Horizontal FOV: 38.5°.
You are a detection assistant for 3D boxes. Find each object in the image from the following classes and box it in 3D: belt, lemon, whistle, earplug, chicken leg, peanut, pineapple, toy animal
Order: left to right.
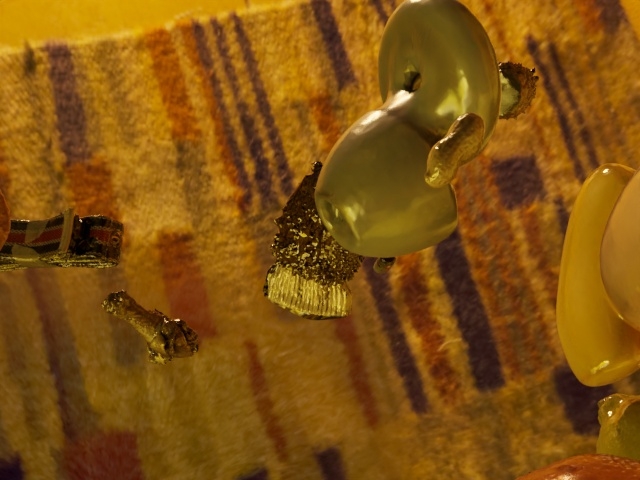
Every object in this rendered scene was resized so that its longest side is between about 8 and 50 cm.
[{"bbox_3d":[-0.531,0.006,1.725,0.360,0.126,0.094,-2,73,27],"label":"belt"},{"bbox_3d":[-0.310,0.165,1.701,0.196,0.125,0.080,51,48,-41],"label":"chicken leg"},{"bbox_3d":[0.127,0.045,1.818,0.033,0.176,0.033,0,82,-1],"label":"whistle"},{"bbox_3d":[0.106,-0.135,1.111,0.175,0.214,0.325,16,93,-30],"label":"earplug"},{"bbox_3d":[0.125,-0.086,0.860,0.037,0.037,0.083,40,84,2],"label":"peanut"},{"bbox_3d":[0.356,-0.279,1.683,0.108,0.108,0.198,52,28,7],"label":"pineapple"},{"bbox_3d":[0.437,0.287,1.130,0.184,0.184,0.248,-17,53,-17],"label":"lemon"},{"bbox_3d":[0.450,0.019,1.130,0.247,0.345,0.277,11,47,-9],"label":"toy animal"}]

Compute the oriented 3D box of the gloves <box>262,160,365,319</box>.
[{"bbox_3d":[0.007,0.000,1.673,0.210,0.312,0.135,27,26,38],"label":"gloves"}]

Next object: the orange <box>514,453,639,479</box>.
[{"bbox_3d":[0.204,0.260,0.639,0.170,0.224,0.224,-21,76,-52],"label":"orange"}]

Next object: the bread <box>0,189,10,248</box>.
[{"bbox_3d":[-0.519,-0.023,1.295,0.139,0.143,0.229,13,48,-46],"label":"bread"}]
